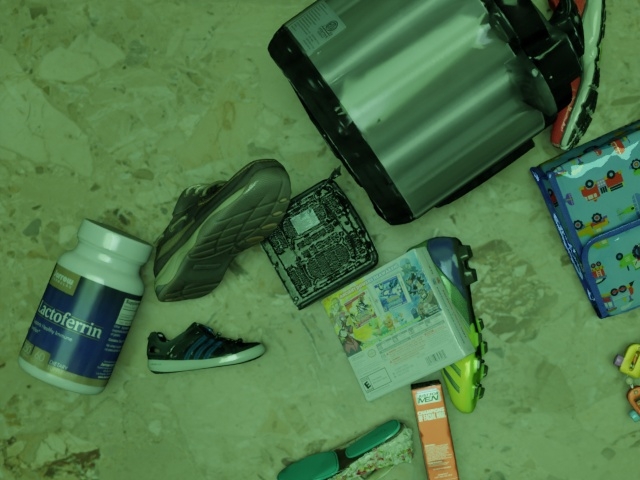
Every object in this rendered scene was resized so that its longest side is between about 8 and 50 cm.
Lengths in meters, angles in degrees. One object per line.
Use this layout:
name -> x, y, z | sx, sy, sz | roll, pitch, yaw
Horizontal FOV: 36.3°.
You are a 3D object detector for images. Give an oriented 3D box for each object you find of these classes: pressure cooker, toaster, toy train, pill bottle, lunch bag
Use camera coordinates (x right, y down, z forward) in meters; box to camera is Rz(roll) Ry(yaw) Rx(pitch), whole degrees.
pressure cooker -> 0.178, -0.269, 1.471 | 0.420, 0.375, 0.370 | -36, 81, 3
toaster -> 0.000, 0.000, 1.603 | 0.185, 0.110, 0.168 | -31, 85, 3
toy train -> 0.545, 0.209, 1.576 | 0.166, 0.046, 0.125 | -41, 85, 5
pill bottle -> -0.382, 0.107, 1.613 | 0.153, 0.153, 0.265 | 21, 89, 6
lunch bag -> 0.504, -0.025, 1.566 | 0.220, 0.138, 0.293 | -24, 97, 4

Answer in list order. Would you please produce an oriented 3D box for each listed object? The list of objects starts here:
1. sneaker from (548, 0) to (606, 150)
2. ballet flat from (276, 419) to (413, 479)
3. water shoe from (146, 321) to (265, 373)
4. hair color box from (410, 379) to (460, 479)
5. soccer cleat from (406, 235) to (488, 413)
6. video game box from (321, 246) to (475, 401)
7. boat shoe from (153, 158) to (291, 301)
sneaker -> 0.398, -0.283, 1.602 | 0.118, 0.107, 0.279 | 7, 82, 21
ballet flat -> 0.047, 0.375, 1.597 | 0.240, 0.091, 0.077 | -25, 110, 8
water shoe -> -0.195, 0.174, 1.632 | 0.203, 0.073, 0.080 | -8, 84, 4
hair color box -> 0.186, 0.315, 1.578 | 0.053, 0.093, 0.167 | -12, 86, 4
soccer cleat -> 0.203, 0.138, 1.593 | 0.121, 0.093, 0.289 | -8, 85, 16
video game box -> 0.121, 0.136, 1.567 | 0.205, 0.048, 0.187 | -31, 81, 32
boat shoe -> -0.178, -0.032, 1.544 | 0.355, 0.132, 0.130 | -42, 61, 39
